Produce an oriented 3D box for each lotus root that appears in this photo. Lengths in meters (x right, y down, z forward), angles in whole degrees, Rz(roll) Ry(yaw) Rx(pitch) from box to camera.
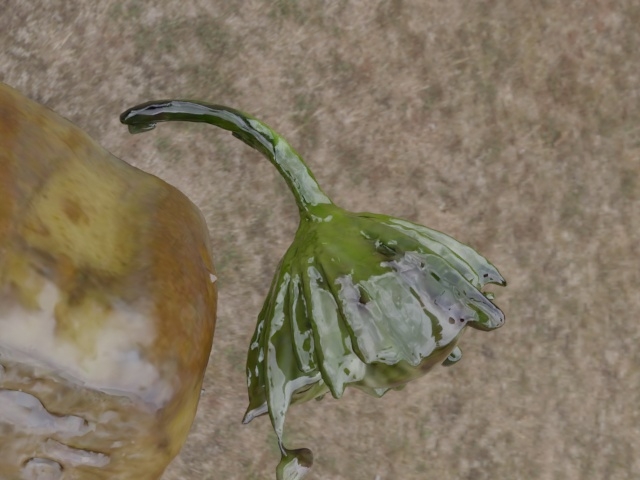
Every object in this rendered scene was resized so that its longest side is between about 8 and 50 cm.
[{"bbox_3d":[-0.221,0.078,0.604,0.316,0.250,0.316,-4,113,-10],"label":"lotus root"}]

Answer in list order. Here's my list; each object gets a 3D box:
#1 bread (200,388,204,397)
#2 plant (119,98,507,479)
[{"bbox_3d":[-0.309,0.292,0.818,0.242,0.405,0.346,27,101,-5],"label":"bread"},{"bbox_3d":[-0.002,-0.007,0.753,0.251,0.180,0.333,-25,93,-2],"label":"plant"}]
